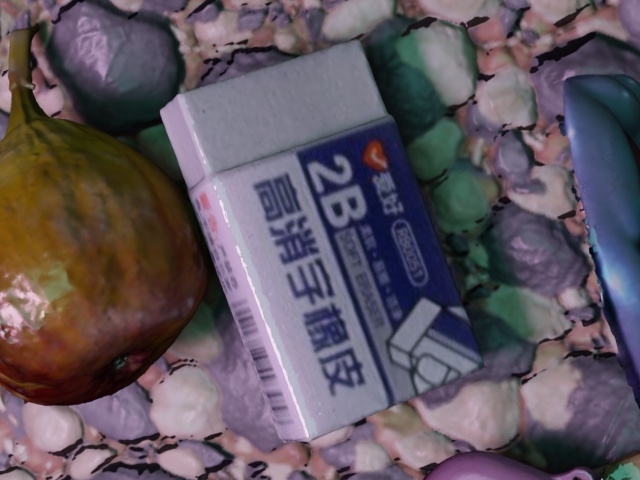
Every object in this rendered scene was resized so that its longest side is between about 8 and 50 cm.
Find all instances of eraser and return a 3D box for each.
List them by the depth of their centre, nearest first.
[{"bbox_3d":[0.000,0.000,0.802,0.124,0.068,0.210,-20,89,-19],"label":"eraser"}]

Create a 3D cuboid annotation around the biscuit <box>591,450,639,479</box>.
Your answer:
[{"bbox_3d":[0.170,0.236,0.815,0.133,0.032,0.250,4,97,17],"label":"biscuit"}]

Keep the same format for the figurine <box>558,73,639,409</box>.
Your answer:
[{"bbox_3d":[0.326,-0.017,0.638,0.388,0.276,0.248,-14,64,16],"label":"figurine"}]

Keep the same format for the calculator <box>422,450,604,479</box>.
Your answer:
[{"bbox_3d":[0.102,0.267,0.804,0.194,0.043,0.294,24,102,18],"label":"calculator"}]

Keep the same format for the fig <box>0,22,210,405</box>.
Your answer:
[{"bbox_3d":[-0.161,-0.030,0.849,0.159,0.159,0.257,-26,64,18],"label":"fig"}]
